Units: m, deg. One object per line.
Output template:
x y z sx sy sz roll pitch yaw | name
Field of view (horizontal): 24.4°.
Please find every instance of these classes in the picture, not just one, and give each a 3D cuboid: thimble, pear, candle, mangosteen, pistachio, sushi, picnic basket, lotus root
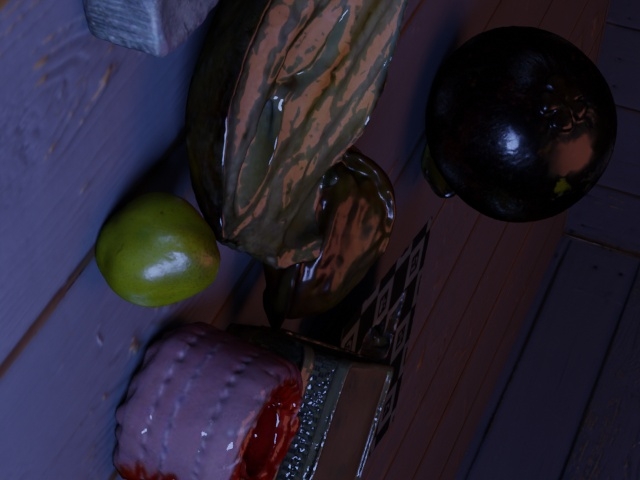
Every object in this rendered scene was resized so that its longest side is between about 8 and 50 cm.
-0.102 0.166 1.360 0.189 0.125 0.163 5 105 -75 | thimble
-0.124 0.012 1.159 0.092 0.097 0.092 -54 157 -36 | pear
-0.110 -0.213 1.019 0.168 0.068 0.192 -71 161 1 | candle
0.273 -0.159 2.086 0.288 0.288 0.288 17 90 -75 | mangosteen
0.000 0.000 1.534 0.210 0.131 0.165 -62 167 -5 | pistachio
0.041 0.179 2.001 0.343 0.064 0.359 -47 150 -56 | sushi
-0.027 0.189 1.618 0.267 0.139 0.165 22 86 -75 | picnic basket
-0.039 -0.149 1.238 0.210 0.142 0.314 30 84 -52 | lotus root
